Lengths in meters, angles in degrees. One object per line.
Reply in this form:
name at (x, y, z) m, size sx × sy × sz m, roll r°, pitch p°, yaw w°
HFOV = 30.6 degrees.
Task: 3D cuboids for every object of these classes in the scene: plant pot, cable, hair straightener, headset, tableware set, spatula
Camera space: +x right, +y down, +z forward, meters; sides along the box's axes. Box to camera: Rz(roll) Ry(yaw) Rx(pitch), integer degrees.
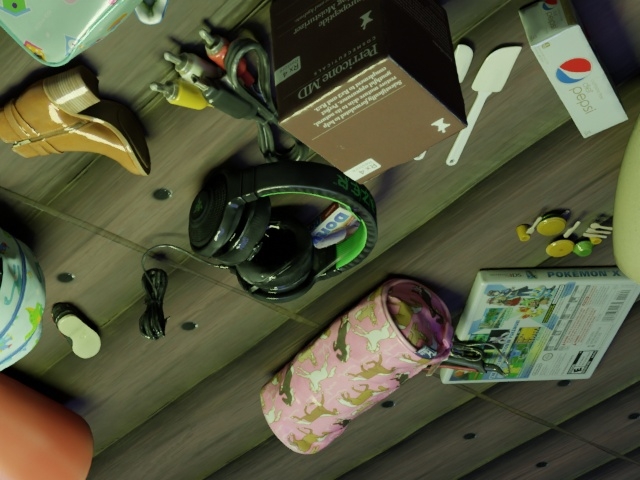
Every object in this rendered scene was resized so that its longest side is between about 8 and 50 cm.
plant pot at (-0.569, 0.348, 2.010) m, size 0.275 × 0.275 × 0.243 m, roll -25°, pitch 129°, yaw 20°
cable at (-0.093, -0.194, 1.575) m, size 0.139 × 0.072 × 0.287 m, roll -43°, pitch 146°, yaw 14°
hair straightener at (0.227, 0.205, 2.090) m, size 0.230 × 0.047 × 0.089 m, roll 12°, pitch 141°, yaw 6°
headset at (-0.104, 0.021, 1.717) m, size 0.394 × 0.185 × 0.243 m, roll -19°, pitch 141°, yaw 27°
tableware set at (0.395, -0.010, 1.914) m, size 0.154 × 0.024 × 0.104 m, roll 6°, pitch 143°, yaw -20°
spatula at (0.163, -0.191, 1.641) m, size 0.168 × 0.019 × 0.242 m, roll -1°, pitch 143°, yaw -19°

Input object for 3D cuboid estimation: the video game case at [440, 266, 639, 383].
video game case at (0.394, 0.158, 2.118) m, size 0.300 × 0.036 × 0.329 m, roll -1°, pitch 143°, yaw -10°

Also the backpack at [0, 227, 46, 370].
backpack at (-0.576, 0.097, 1.680) m, size 0.355 × 0.290 × 0.273 m, roll -31°, pitch 146°, yaw 16°

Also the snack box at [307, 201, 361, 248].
snack box at (0.000, 0.000, 1.846) m, size 0.064 × 0.022 × 0.178 m, roll 21°, pitch 134°, yaw -31°

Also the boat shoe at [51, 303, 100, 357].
boat shoe at (-0.406, 0.151, 1.947) m, size 0.049 × 0.042 × 0.133 m, roll -34°, pitch 143°, yaw -8°

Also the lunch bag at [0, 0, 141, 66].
lunch bag at (-0.262, -0.344, 1.227) m, size 0.224 × 0.108 × 0.279 m, roll 46°, pitch 121°, yaw -6°

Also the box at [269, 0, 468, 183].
box at (0.056, -0.215, 1.424) m, size 0.168 × 0.203 × 0.167 m, roll -28°, pitch 138°, yaw 28°

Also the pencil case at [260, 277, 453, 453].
pencil case at (0.058, 0.225, 2.038) m, size 0.160 × 0.167 × 0.386 m, roll -3°, pitch 150°, yaw -47°

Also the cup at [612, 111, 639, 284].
cup at (0.557, -0.104, 1.624) m, size 0.331 × 0.331 × 0.237 m, roll -14°, pitch 116°, yaw 7°

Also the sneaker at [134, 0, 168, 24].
sneaker at (-0.196, -0.339, 1.322) m, size 0.080 × 0.081 × 0.211 m, roll -6°, pitch 140°, yaw -1°

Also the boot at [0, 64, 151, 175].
boot at (-0.331, -0.138, 1.566) m, size 0.152 × 0.073 × 0.197 m, roll -23°, pitch 128°, yaw 16°

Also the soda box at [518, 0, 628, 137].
soda box at (0.342, -0.234, 1.569) m, size 0.069 × 0.074 × 0.216 m, roll -24°, pitch 140°, yaw 19°
